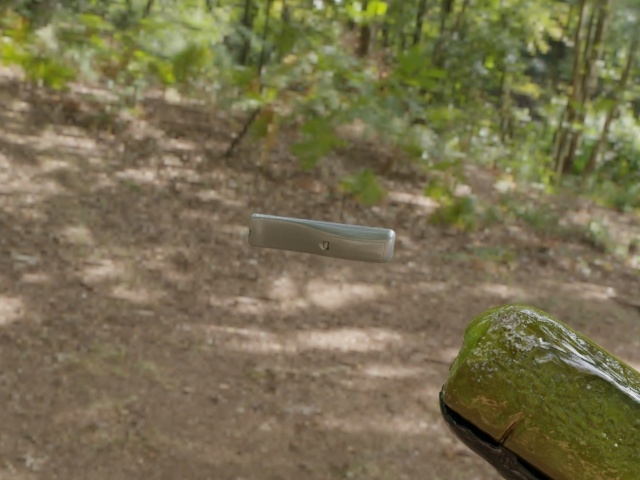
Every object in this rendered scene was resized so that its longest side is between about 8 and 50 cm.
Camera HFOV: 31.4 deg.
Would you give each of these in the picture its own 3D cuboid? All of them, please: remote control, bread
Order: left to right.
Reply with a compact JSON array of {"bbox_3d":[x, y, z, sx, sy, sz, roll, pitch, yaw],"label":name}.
[{"bbox_3d":[0.000,0.000,1.422,0.184,0.050,0.027,7,38,3],"label":"remote control"},{"bbox_3d":[0.363,0.256,1.729,0.376,0.251,0.208,34,-21,19],"label":"bread"}]
